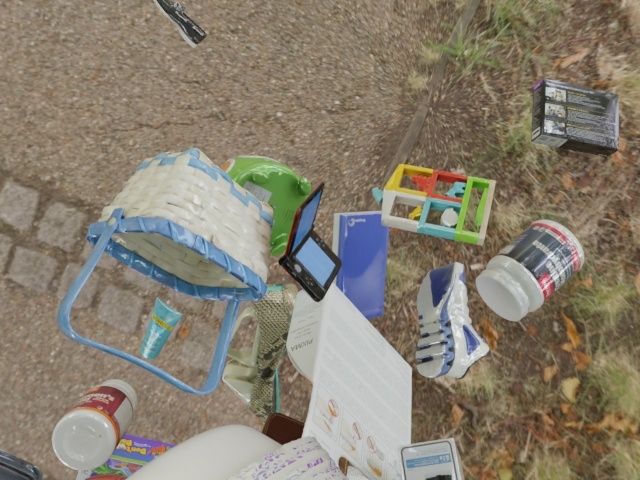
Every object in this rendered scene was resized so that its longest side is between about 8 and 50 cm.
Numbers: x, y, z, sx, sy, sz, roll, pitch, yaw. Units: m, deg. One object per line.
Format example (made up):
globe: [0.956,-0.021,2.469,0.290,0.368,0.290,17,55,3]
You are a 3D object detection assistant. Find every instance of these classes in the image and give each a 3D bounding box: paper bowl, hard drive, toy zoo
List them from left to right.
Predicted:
paper bowl: [-0.104,0.272,0.522,0.284,0.284,0.148,-47,67,16]
hard drive: [0.115,0.077,1.789,0.040,0.210,0.319,12,103,45]
toy zoo: [0.272,-0.098,1.517,0.293,0.192,0.030,13,145,14]

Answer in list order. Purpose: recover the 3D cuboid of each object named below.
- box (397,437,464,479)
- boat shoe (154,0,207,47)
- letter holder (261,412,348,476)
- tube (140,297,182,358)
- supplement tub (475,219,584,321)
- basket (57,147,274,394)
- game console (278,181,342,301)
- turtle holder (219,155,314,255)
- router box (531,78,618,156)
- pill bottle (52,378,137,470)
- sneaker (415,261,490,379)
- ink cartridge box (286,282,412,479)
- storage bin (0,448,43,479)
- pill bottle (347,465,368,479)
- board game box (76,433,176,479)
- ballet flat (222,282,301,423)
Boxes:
box: [0.188,0.459,0.898,0.087,0.169,0.290,-12,59,10]
boat shoe: [-0.262,-0.417,1.130,0.038,0.046,0.125,-35,115,13]
letter holder: [-0.085,0.525,1.204,0.214,0.302,0.152,30,136,-22]
tube: [-0.424,0.235,1.612,0.080,0.052,0.207,31,127,-1]
supplement tub: [0.604,0.085,1.768,0.272,0.191,0.191,-38,94,-17]
basket: [-0.196,0.043,0.850,0.201,0.289,0.255,-8,144,36]
game console: [0.000,0.000,0.911,0.085,0.144,0.124,-39,96,26]
turtle holder: [-0.150,-0.114,1.629,0.227,0.320,0.244,33,126,47]
router box: [0.543,-0.260,1.301,0.178,0.046,0.133,10,75,-7]
pill bottle: [-0.458,0.372,1.270,0.121,0.221,0.121,0,96,-3]
sneaker: [0.360,0.234,1.648,0.182,0.316,0.127,25,153,-31]
ink cartridge box: [0.051,0.306,1.112,0.091,0.385,0.308,-25,121,28]
storage bin: [-0.378,0.302,0.649,0.098,0.091,0.135,34,103,-16]
pill bottle: [0.055,0.708,1.745,0.229,0.131,0.131,12,104,-6]
board game box: [-0.506,0.650,1.551,0.233,0.078,0.347,17,113,-12]
ballet flat: [-0.168,0.304,1.617,0.181,0.164,0.483,4,124,-13]
